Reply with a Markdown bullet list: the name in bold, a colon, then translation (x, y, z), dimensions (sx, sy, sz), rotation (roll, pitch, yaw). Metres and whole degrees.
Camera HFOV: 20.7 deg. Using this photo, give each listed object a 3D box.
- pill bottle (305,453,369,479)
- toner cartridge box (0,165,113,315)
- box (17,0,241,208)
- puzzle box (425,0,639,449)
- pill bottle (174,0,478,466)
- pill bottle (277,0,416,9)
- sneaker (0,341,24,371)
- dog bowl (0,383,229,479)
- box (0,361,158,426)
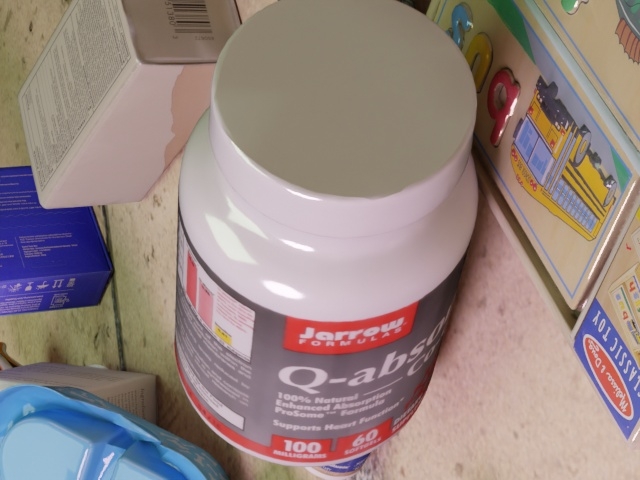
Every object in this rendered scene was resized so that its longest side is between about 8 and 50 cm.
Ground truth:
- **pill bottle**: translation (0.024, 0.143, 1.478), dimensions (0.067, 0.067, 0.120), rotation (63, 144, 35)
- **toner cartridge box**: translation (-0.425, 0.006, 1.980), dimensions (0.165, 0.347, 0.075), rotation (67, 147, 31)
- **box**: translation (-0.199, -0.163, 1.780), dimensions (0.311, 0.121, 0.148), rotation (-43, 57, 55)
- **puzzle box**: translation (0.183, -0.104, 1.128), dimensions (0.409, 0.052, 0.272), rotation (-115, 34, -45)
- **pill bottle**: translation (0.000, 0.000, 1.264), dimensions (0.363, 0.210, 0.210), rotation (98, 154, -58)
- **pill bottle**: translation (0.027, -0.158, 1.391), dimensions (0.108, 0.108, 0.180), rotation (-34, 65, 57)
- **sneaker**: translation (-0.341, 0.253, 2.111), dimensions (0.126, 0.127, 0.321), rotation (-38, 85, 37)
- **dog bowl**: translation (-0.215, 0.249, 1.774), dimensions (0.297, 0.074, 0.166), rotation (24, 105, 19)
- **box**: translation (-0.279, 0.235, 1.924), dimensions (0.181, 0.119, 0.182), rotation (3, 98, 36)
